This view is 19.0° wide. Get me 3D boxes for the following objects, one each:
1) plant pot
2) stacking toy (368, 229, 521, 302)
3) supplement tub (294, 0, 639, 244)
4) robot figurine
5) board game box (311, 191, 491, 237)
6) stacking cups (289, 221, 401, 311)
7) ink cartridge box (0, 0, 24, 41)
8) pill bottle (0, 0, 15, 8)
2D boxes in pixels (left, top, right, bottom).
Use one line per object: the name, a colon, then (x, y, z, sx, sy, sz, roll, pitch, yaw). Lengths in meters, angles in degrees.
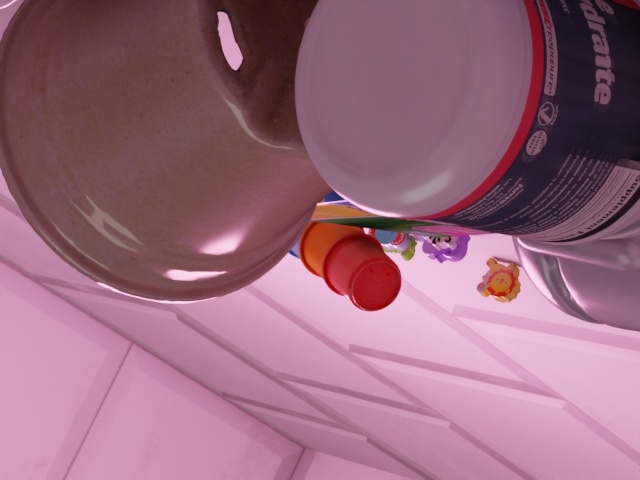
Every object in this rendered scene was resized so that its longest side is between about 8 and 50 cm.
plant pot: (-0.069, -0.138, 1.611, 0.334, 0.333, 0.305, 31, 154, -20)
stacking toy: (0.115, 0.000, 2.268, 0.221, 0.052, 0.167, 16, 163, 37)
supplement tub: (0.134, -0.097, 1.323, 0.191, 0.191, 0.272, 12, -177, 44)
robot figurine: (0.298, -0.020, 1.548, 0.300, 0.199, 0.353, -5, -171, -42)
board game box: (0.095, -0.052, 1.904, 0.242, 0.064, 0.316, 7, 175, -25)
stacking cups: (0.000, 0.000, 2.135, 0.096, 0.096, 0.316, 34, -172, -31)
ink cartridge box: (-0.296, -0.205, 2.155, 0.159, 0.092, 0.218, 21, 164, 19)
pill bottle: (-0.363, -0.324, 1.693, 0.153, 0.153, 0.265, 11, 160, 47)
